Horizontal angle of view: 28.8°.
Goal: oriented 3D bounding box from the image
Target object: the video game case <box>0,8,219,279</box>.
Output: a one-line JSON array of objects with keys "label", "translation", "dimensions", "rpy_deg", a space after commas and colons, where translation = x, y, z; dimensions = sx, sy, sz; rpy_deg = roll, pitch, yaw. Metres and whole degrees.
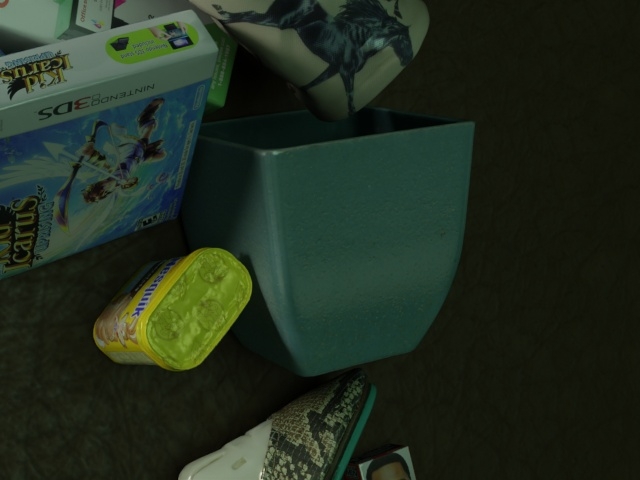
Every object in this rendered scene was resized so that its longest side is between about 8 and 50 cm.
[{"label": "video game case", "translation": [-0.235, -0.080, 1.186], "dimensions": [0.244, 0.269, 0.061], "rpy_deg": [-20, 62, -27]}]

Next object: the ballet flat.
[{"label": "ballet flat", "translation": [-0.090, 0.341, 1.299], "dimensions": [0.182, 0.164, 0.483], "rpy_deg": [19, 78, -5]}]

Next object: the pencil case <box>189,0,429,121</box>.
[{"label": "pencil case", "translation": [-0.080, -0.275, 1.199], "dimensions": [0.410, 0.183, 0.160], "rpy_deg": [35, 97, -27]}]

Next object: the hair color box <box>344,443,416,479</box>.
[{"label": "hair color box", "translation": [0.079, 0.314, 1.441], "dimensions": [0.072, 0.043, 0.141], "rpy_deg": [-16, 92, -28]}]

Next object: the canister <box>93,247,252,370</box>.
[{"label": "canister", "translation": [-0.155, 0.071, 1.264], "dimensions": [0.073, 0.170, 0.126], "rpy_deg": [44, 67, -18]}]

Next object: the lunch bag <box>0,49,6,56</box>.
[{"label": "lunch bag", "translation": [-0.406, -0.153, 1.155], "dimensions": [0.219, 0.176, 0.090], "rpy_deg": [43, 25, -19]}]

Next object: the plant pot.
[{"label": "plant pot", "translation": [0.000, 0.000, 1.324], "dimensions": [0.247, 0.248, 0.252], "rpy_deg": [-10, 104, -29]}]

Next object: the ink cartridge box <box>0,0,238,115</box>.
[{"label": "ink cartridge box", "translation": [-0.223, -0.263, 1.286], "dimensions": [0.278, 0.117, 0.201], "rpy_deg": [17, 78, -27]}]
